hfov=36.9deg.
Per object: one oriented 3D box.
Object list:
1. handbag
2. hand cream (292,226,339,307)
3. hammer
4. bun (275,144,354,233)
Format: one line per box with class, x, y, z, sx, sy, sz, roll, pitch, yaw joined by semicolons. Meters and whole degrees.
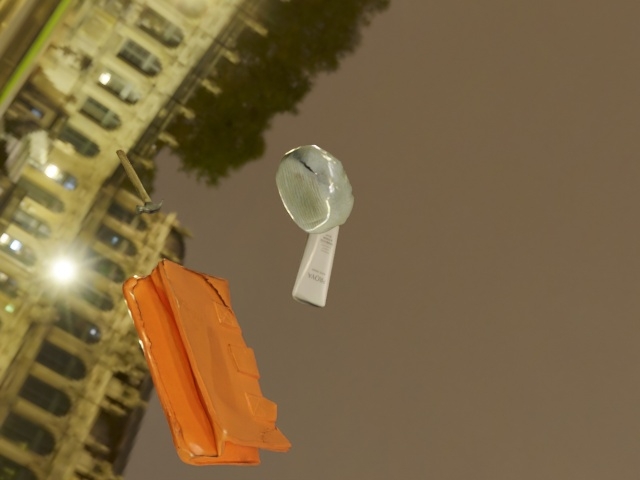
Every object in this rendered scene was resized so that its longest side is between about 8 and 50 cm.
handbag;-0.228;0.245;1.915;0.116;0.303;0.410;-30;-114;15
hand cream;0.000;0.000;1.826;0.048;0.079;0.255;-12;-117;54
hammer;-0.359;-0.117;1.877;0.182;0.062;0.017;57;-45;34
bun;-0.002;-0.082;1.474;0.083;0.141;0.141;-26;-179;-31
